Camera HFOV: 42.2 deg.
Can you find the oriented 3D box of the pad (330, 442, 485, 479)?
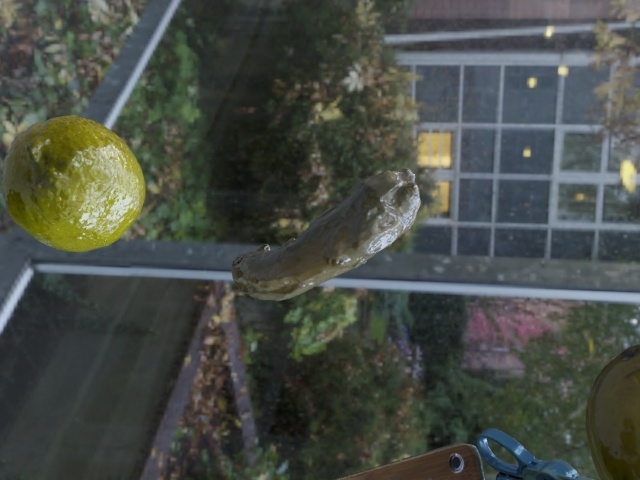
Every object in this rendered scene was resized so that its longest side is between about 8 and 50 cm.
[{"bbox_3d":[0.137,0.444,1.139,0.018,0.287,0.283,-24,-105,56],"label":"pad"}]

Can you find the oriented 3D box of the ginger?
[{"bbox_3d":[-0.001,0.003,0.608,0.051,0.174,0.069,52,27,-31],"label":"ginger"}]

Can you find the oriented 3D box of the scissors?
[{"bbox_3d":[0.287,0.294,1.001,0.125,0.030,0.256,62,-25,-8],"label":"scissors"}]

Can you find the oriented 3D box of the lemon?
[{"bbox_3d":[-0.319,-0.074,1.081,0.193,0.181,0.180,92,5,-50],"label":"lemon"}]

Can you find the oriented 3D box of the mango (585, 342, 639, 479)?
[{"bbox_3d":[0.555,0.301,1.080,0.445,0.301,0.220,46,-13,45],"label":"mango"}]
